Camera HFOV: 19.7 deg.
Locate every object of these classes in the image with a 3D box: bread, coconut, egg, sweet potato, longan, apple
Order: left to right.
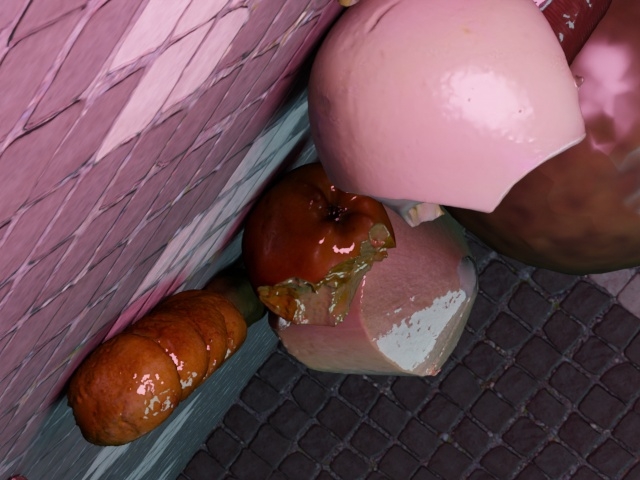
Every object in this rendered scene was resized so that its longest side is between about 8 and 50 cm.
[{"bbox_3d":[-0.138,0.100,1.665,0.124,0.084,0.344,-30,-177,17],"label":"bread"},{"bbox_3d":[-0.102,0.072,2.033,0.081,0.062,0.233,-52,174,12],"label":"sweet potato"},{"bbox_3d":[-0.002,-0.007,1.869,0.156,0.147,0.158,-14,147,-24],"label":"apple"},{"bbox_3d":[0.072,0.047,2.160,0.244,0.239,0.239,-1,-145,39],"label":"coconut"},{"bbox_3d":[0.065,-0.113,1.476,0.162,0.206,0.271,-15,-178,-30],"label":"egg"},{"bbox_3d":[0.271,-0.155,1.901,0.391,0.391,0.391,-52,176,-5],"label":"longan"}]

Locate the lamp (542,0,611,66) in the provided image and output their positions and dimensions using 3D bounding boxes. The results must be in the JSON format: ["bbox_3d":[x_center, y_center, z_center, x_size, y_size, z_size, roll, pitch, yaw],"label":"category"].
[{"bbox_3d":[0.158,-0.216,1.656,0.258,0.180,0.180,-56,177,-12],"label":"lamp"}]

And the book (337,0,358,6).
[{"bbox_3d":[0.123,-0.317,1.231,0.239,0.035,0.352,-48,176,-29],"label":"book"}]

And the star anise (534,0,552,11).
[{"bbox_3d":[0.171,-0.276,1.467,0.212,0.073,0.197,121,-32,-60],"label":"star anise"}]

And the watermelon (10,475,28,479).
[{"bbox_3d":[-0.262,0.249,1.666,0.084,0.092,0.072,146,-55,-75],"label":"watermelon"}]

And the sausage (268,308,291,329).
[{"bbox_3d":[-0.041,0.028,2.075,0.030,0.035,0.147,-152,-115,-62],"label":"sausage"}]
